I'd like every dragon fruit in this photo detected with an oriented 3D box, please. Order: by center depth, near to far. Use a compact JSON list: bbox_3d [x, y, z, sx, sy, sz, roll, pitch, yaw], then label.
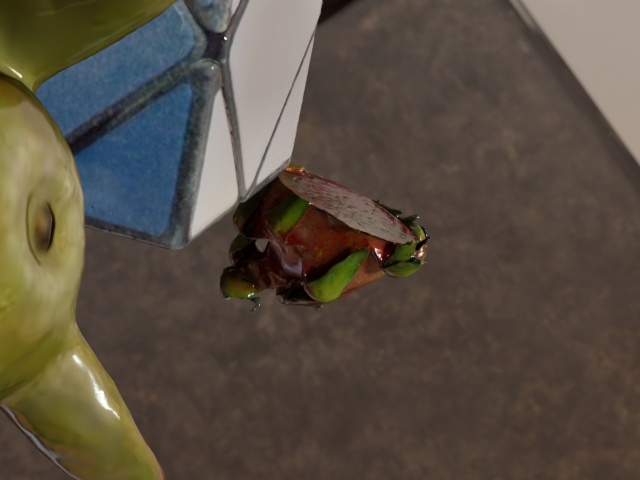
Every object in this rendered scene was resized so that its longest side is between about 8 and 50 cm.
[{"bbox_3d":[0.000,0.000,1.151,0.138,0.142,0.175,28,128,-24],"label":"dragon fruit"}]

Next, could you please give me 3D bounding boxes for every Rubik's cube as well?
[{"bbox_3d":[-0.116,-0.133,0.782,0.207,0.205,0.205,-48,152,-71],"label":"Rubik's cube"}]

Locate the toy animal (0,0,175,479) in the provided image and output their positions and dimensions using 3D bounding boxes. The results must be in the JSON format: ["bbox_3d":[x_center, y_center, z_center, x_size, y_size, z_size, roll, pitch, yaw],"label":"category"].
[{"bbox_3d":[-0.134,-0.036,0.467,0.181,0.363,0.180,-13,162,-28],"label":"toy animal"}]
